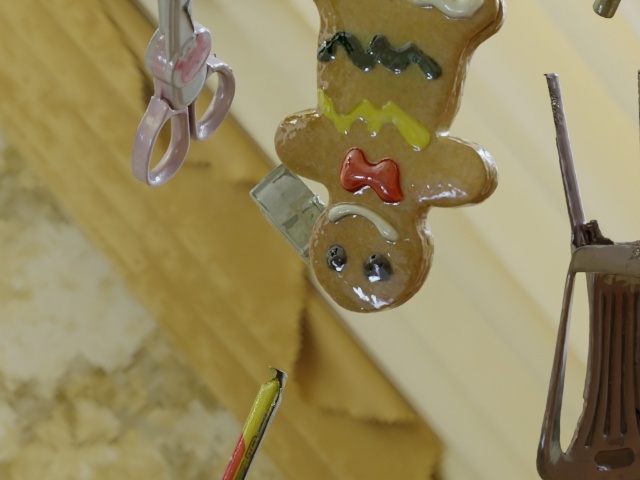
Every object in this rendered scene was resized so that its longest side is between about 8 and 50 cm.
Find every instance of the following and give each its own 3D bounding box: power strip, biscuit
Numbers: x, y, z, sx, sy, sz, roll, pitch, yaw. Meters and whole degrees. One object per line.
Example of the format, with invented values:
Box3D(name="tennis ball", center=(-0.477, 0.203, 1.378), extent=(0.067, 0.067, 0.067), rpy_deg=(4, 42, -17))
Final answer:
Box3D(name="power strip", center=(0.000, 0.000, 1.468), extent=(0.042, 0.075, 0.175), rpy_deg=(-42, -26, -1))
Box3D(name="biscuit", center=(-0.090, 0.245, 1.645), extent=(0.048, 0.026, 0.292), rpy_deg=(80, -147, -75))
Box3D(name="biscuit", center=(0.039, -0.069, 1.214), extent=(0.035, 0.158, 0.240), rpy_deg=(-13, -69, -61))

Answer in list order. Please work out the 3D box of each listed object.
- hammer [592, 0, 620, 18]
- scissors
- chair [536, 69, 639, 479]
Box3D(name="hammer", center=(0.263, -0.265, 1.500), extent=(0.013, 0.062, 0.199), rpy_deg=(-69, 3, -58))
Box3D(name="scissors", center=(-0.108, -0.140, 1.422), extent=(0.118, 0.030, 0.242), rpy_deg=(-50, -20, -27))
Box3D(name="chair", center=(0.261, 0.029, 1.380), extent=(0.175, 0.327, 0.183), rpy_deg=(-5, 3, -30))
